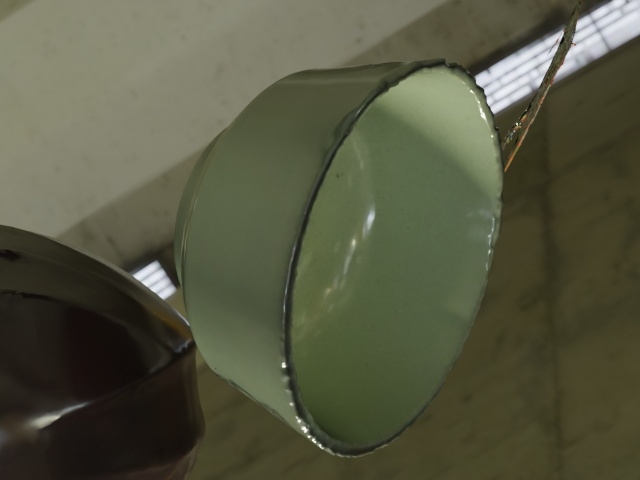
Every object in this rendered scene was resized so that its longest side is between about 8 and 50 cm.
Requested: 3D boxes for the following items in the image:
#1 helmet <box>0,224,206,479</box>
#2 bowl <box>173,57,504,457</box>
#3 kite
[{"bbox_3d":[-0.203,0.077,0.947,0.177,0.305,0.225,-60,-169,7],"label":"helmet"},{"bbox_3d":[0.000,0.000,0.810,0.112,0.211,0.211,14,-141,31],"label":"bowl"},{"bbox_3d":[0.153,-0.093,1.130,0.244,0.006,0.198,110,5,-75],"label":"kite"}]
